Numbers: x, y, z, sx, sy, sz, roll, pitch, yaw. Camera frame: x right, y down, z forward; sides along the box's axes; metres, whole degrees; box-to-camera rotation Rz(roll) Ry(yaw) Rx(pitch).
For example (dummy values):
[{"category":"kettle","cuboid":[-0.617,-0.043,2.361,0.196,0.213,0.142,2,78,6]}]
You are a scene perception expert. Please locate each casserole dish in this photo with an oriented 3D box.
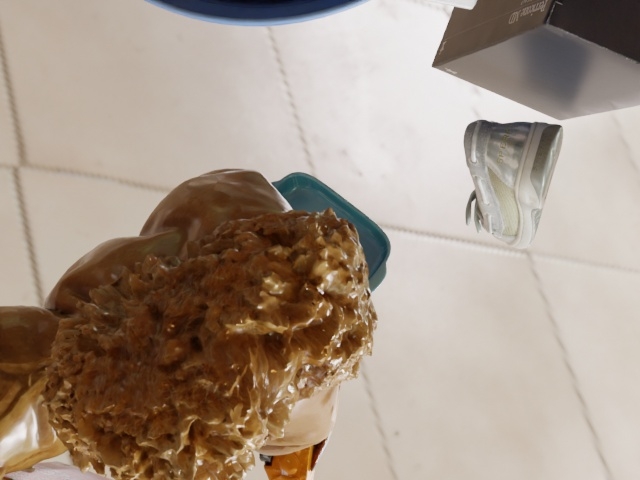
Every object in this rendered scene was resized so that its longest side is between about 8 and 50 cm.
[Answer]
[{"category":"casserole dish","cuboid":[0.000,0.000,1.694,0.188,0.114,0.037,38,-5,14]}]

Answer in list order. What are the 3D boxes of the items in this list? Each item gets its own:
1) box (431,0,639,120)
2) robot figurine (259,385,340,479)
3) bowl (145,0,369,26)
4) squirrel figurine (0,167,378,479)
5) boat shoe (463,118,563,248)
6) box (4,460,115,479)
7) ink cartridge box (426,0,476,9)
[{"category":"box","cuboid":[0.295,-0.310,1.466,0.179,0.343,0.312,22,86,-13]},{"category":"robot figurine","cuboid":[-0.064,0.141,1.595,0.085,0.211,0.291,-20,118,-79]},{"category":"bowl","cuboid":[-0.046,-0.359,1.047,0.391,0.391,0.077,49,7,-9]},{"category":"squirrel figurine","cuboid":[-0.164,0.092,1.158,0.370,0.397,0.281,-13,91,-26]},{"category":"boat shoe","cuboid":[0.214,-0.071,1.619,0.103,0.320,0.118,17,82,8]},{"category":"box","cuboid":[-0.203,0.323,1.336,0.142,0.300,0.154,8,94,-60]},{"category":"ink cartridge box","cuboid":[0.101,-0.214,0.721,0.066,0.189,0.232,26,16,26]}]
